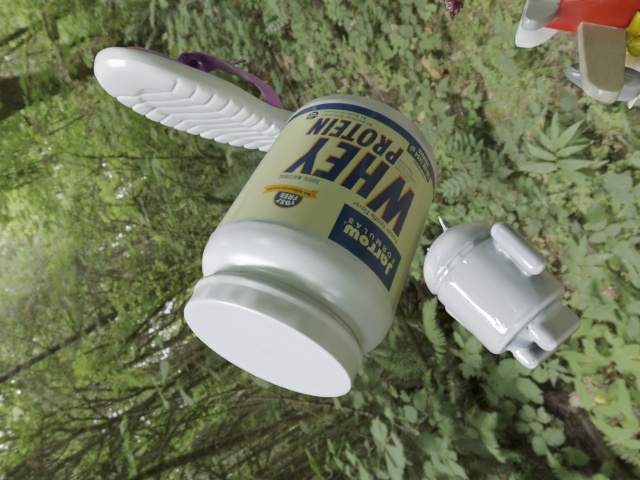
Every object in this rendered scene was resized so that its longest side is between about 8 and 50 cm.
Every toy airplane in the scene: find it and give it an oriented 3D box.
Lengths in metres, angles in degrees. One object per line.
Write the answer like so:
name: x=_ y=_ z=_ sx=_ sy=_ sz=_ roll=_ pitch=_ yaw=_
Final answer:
toy airplane: x=0.611 y=-0.446 z=0.957 sx=0.272 sy=0.385 sz=0.384 roll=58 pitch=180 yaw=-43

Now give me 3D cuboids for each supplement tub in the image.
supplement tub: x=0.000 y=0.000 z=0.580 sx=0.235 sy=0.325 sz=0.236 roll=18 pitch=146 yaw=12

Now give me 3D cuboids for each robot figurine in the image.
robot figurine: x=0.366 y=0.099 z=0.988 sx=0.353 sy=0.199 sz=0.300 roll=48 pitch=142 yaw=28

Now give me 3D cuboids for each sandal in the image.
sandal: x=-0.128 y=-0.210 z=0.676 sx=0.416 sy=0.169 sz=0.103 roll=7 pitch=-97 yaw=-54

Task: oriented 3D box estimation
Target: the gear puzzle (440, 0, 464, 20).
gear puzzle: x=0.195 y=-0.537 z=0.728 sx=0.044 sy=0.176 sz=0.339 roll=10 pitch=166 yaw=37
